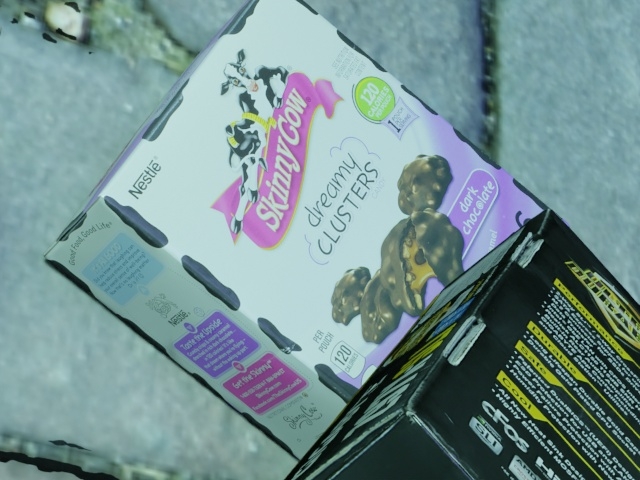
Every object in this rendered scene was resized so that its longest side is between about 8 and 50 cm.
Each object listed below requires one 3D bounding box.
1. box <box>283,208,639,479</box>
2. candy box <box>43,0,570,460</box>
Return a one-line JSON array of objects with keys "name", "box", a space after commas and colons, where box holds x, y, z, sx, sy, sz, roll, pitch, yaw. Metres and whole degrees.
[{"name": "box", "box": [0.143, 0.154, 0.534, 0.322, 0.079, 0.257, 48, 21, 1]}, {"name": "candy box", "box": [0.000, 0.000, 0.694, 0.196, 0.070, 0.165, 39, 53, -10]}]
